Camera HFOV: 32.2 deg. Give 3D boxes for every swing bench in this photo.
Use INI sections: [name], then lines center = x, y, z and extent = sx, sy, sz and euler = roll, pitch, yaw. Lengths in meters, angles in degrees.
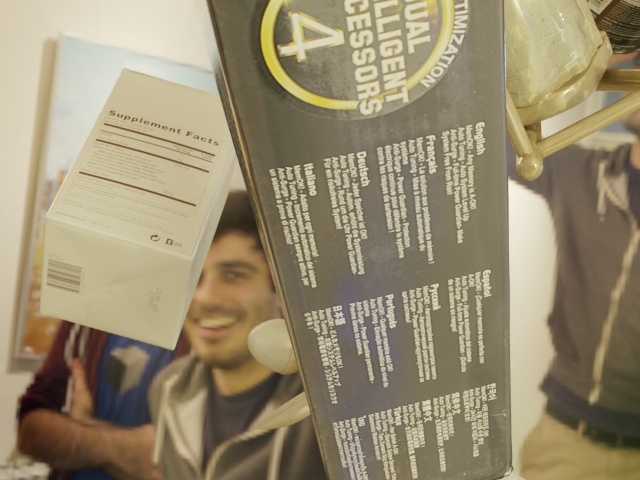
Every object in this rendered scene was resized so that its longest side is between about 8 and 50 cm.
[swing bench]
center = 0.151, -0.216, 0.867
extent = 0.165, 0.253, 0.255
euler = -26, 17, 2

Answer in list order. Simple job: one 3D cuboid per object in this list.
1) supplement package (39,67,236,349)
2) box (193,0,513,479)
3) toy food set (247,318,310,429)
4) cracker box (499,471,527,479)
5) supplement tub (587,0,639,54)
[supplement package]
center = -0.217, -0.045, 1.387
extent = 0.175, 0.178, 0.293
euler = 16, 45, -2
[box]
center = -0.011, -0.123, 0.466
extent = 0.097, 0.395, 0.318
euler = -13, 45, -1
[toy food set]
center = 0.000, 0.000, 0.988
extent = 0.092, 0.306, 0.220
euler = 10, -24, -19
[cracker box]
center = 0.195, 0.287, 1.017
extent = 0.232, 0.067, 0.155
euler = 30, 14, 9
[supplement tub]
center = 0.385, -0.363, 1.242
extent = 0.207, 0.207, 0.338
euler = 7, -15, -7
